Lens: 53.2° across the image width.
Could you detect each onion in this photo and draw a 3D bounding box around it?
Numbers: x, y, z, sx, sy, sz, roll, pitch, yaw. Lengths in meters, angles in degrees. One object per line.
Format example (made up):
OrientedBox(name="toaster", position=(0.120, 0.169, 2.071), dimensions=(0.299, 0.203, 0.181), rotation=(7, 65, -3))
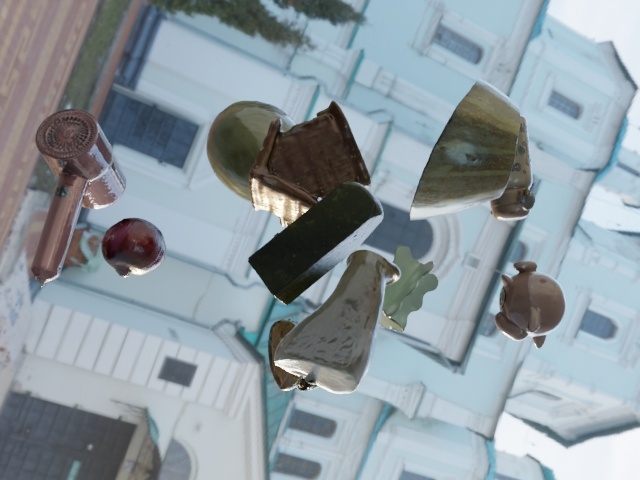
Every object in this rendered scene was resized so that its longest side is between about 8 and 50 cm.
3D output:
OrientedBox(name="onion", position=(-0.373, 0.015, 1.278), dimensions=(0.131, 0.131, 0.131), rotation=(-55, -158, 36))

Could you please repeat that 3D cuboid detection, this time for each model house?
OrientedBox(name="model house", position=(-0.032, -0.118, 1.241), dimensions=(0.199, 0.229, 0.219), rotation=(115, -46, -72))

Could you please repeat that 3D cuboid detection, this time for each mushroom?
OrientedBox(name="mushroom", position=(0.048, 0.133, 1.185), dimensions=(0.122, 0.159, 0.328), rotation=(-27, -155, 44))

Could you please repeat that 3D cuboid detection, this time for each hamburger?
OrientedBox(name="hamburger", position=(-0.049, 0.268, 1.510), dimensions=(0.185, 0.114, 0.177), rotation=(-42, -124, 57))

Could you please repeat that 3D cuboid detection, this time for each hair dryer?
OrientedBox(name="hair dryer", position=(-0.505, -0.062, 1.282), dimensions=(0.210, 0.126, 0.352), rotation=(89, 8, -63))

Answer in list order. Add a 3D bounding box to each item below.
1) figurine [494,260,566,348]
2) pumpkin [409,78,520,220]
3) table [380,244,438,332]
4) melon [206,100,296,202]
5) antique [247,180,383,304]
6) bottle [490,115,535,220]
OrientedBox(name="figurine", position=(0.370, 0.113, 1.131), dimensions=(0.125, 0.125, 0.137), rotation=(142, -45, -58))
OrientedBox(name="pumpkin", position=(0.212, -0.112, 0.884), dimensions=(0.217, 0.110, 0.217), rotation=(21, 90, -76))
OrientedBox(name="table", position=(0.221, 0.131, 1.749), dimensions=(0.198, 0.166, 0.166), rotation=(-49, -167, -15))
OrientedBox(name="melon", position=(-0.161, -0.228, 1.664), dimensions=(0.272, 0.308, 0.272), rotation=(-42, 172, -7))
OrientedBox(name="antique", position=(0.000, 0.000, 1.017), dimensions=(0.221, 0.081, 0.080), rotation=(-38, 161, -2))
OrientedBox(name="bottle", position=(0.387, -0.145, 1.305), dimensions=(0.110, 0.097, 0.209), rotation=(-15, -101, 62))
